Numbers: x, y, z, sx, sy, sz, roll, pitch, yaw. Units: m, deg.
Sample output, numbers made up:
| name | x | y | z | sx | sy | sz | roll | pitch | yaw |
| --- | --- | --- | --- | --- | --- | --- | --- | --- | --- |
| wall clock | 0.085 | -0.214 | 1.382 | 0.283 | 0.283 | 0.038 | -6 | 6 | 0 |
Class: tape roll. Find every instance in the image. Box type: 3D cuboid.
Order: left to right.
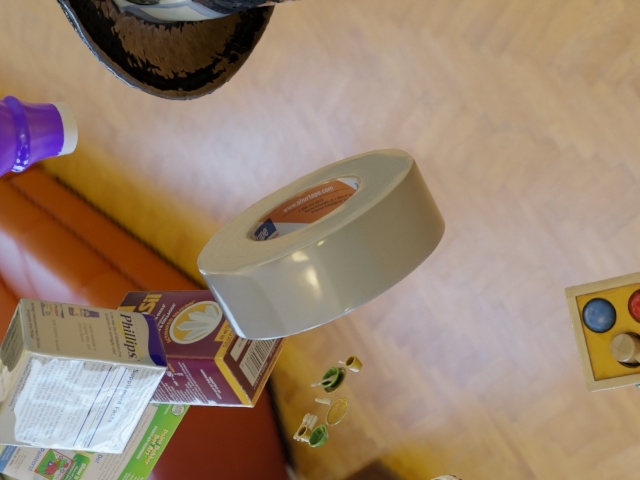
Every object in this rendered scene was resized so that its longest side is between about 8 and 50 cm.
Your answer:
| name | x | y | z | sx | sy | sz | roll | pitch | yaw |
| --- | --- | --- | --- | --- | --- | --- | --- | --- | --- |
| tape roll | 0.000 | 0.000 | 1.144 | 0.219 | 0.219 | 0.072 | 9 | 130 | 62 |

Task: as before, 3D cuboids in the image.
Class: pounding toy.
| name | x | y | z | sx | sy | sz | roll | pitch | yaw |
| --- | --- | --- | --- | --- | --- | --- | --- | --- | --- |
| pounding toy | 0.329 | 0.103 | 1.284 | 0.130 | 0.100 | 0.141 | -15 | 83 | 32 |

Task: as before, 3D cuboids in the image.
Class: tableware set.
| name | x | y | z | sx | sy | sz | roll | pitch | yaw |
| --- | --- | --- | --- | --- | --- | --- | --- | --- | --- |
| tableware set | 0.012 | 0.240 | 1.906 | 0.024 | 0.154 | 0.104 | 40 | 163 | -25 |

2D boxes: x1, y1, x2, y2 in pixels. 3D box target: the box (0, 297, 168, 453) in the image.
| name | x | y | z | sx | sy | sz | roll | pitch | yaw |
| --- | --- | --- | --- | --- | --- | --- | --- | --- | --- |
| box | -0.233 | 0.129 | 1.191 | 0.126 | 0.137 | 0.072 | -60 | 34 | 32 |

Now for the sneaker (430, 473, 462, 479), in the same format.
| name | x | y | z | sx | sy | sz | roll | pitch | yaw |
| --- | --- | --- | --- | --- | --- | --- | --- | --- | --- |
| sneaker | 0.222 | 0.477 | 2.182 | 0.271 | 0.108 | 0.100 | 5 | 108 | 67 |

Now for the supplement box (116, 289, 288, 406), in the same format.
| name | x | y | z | sx | sy | sz | roll | pitch | yaw |
| --- | --- | --- | --- | --- | --- | --- | --- | --- | --- |
| supplement box | -0.145 | 0.116 | 1.384 | 0.188 | 0.104 | 0.081 | -2 | 133 | 32 |

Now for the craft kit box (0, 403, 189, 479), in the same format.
| name | x | y | z | sx | sy | sz | roll | pitch | yaw |
| --- | --- | --- | --- | --- | --- | --- | --- | --- | --- |
| craft kit box | -0.378 | 0.311 | 2.104 | 0.246 | 0.250 | 0.061 | 30 | -176 | -21 |

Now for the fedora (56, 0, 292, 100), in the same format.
| name | x | y | z | sx | sy | sz | roll | pitch | yaw |
| --- | --- | --- | --- | --- | --- | --- | --- | --- | --- |
| fedora | -0.019 | -0.221 | 0.600 | 0.152 | 0.334 | 0.334 | 5 | 128 | 17 |

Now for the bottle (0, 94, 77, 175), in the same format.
| name | x | y | z | sx | sy | sz | roll | pitch | yaw |
| --- | --- | --- | --- | --- | --- | --- | --- | --- | --- |
| bottle | -0.431 | -0.120 | 1.505 | 0.092 | 0.283 | 0.118 | 5 | 104 | 53 |
